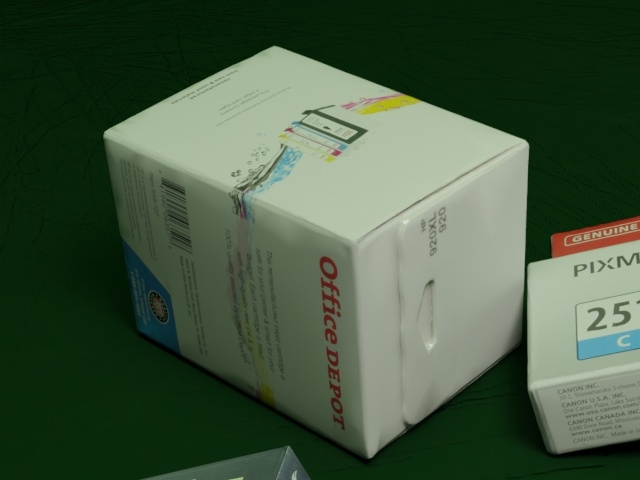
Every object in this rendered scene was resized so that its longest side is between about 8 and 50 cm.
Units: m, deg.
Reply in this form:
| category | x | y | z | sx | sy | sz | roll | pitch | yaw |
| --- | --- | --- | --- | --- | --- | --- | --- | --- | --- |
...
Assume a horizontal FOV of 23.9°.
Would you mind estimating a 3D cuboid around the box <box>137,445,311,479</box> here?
| category | x | y | z | sx | sy | sz | roll | pitch | yaw |
| --- | --- | --- | --- | --- | --- | --- | --- | --- | --- |
| box | -0.124 | 0.201 | 0.756 | 0.232 | 0.059 | 0.183 | -16 | 27 | 24 |

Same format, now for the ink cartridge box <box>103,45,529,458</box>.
| category | x | y | z | sx | sy | sz | roll | pitch | yaw |
| --- | --- | --- | --- | --- | --- | --- | --- | --- | --- |
| ink cartridge box | 0.000 | 0.000 | 1.023 | 0.232 | 0.171 | 0.168 | 25 | 43 | 37 |

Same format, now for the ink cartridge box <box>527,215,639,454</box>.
| category | x | y | z | sx | sy | sz | roll | pitch | yaw |
| --- | --- | --- | --- | --- | --- | --- | --- | --- | --- |
| ink cartridge box | 0.287 | 0.013 | 1.002 | 0.296 | 0.066 | 0.261 | -13 | 30 | 16 |
